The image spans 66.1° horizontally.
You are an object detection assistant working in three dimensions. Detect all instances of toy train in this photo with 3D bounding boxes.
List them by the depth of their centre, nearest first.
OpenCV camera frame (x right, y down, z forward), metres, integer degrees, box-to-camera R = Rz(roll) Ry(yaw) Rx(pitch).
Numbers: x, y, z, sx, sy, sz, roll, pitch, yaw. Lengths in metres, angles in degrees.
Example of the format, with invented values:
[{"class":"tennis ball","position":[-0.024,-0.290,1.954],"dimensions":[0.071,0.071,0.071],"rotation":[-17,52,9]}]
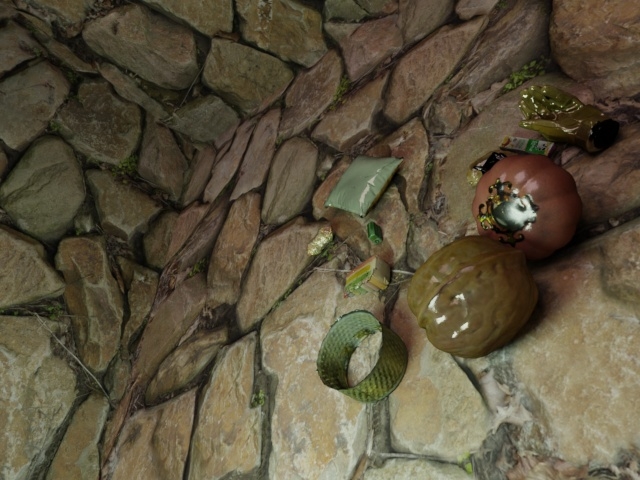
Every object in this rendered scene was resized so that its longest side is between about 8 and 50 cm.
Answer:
[{"class":"toy train","position":[0.211,-0.031,1.945],"dimensions":[0.038,0.056,0.093],"rotation":[-32,38,30]}]

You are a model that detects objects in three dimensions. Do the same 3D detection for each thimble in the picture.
[{"class":"thimble","position":[0.134,0.373,1.584],"dimensions":[0.271,0.150,0.270],"rotation":[-30,40,29]}]

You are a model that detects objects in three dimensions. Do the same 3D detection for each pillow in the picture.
[{"class":"pillow","position":[0.179,-0.245,2.124],"dimensions":[0.312,0.119,0.310],"rotation":[-57,31,-7]}]

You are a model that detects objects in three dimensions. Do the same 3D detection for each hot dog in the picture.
[{"class":"hot dog","position":[0.001,0.001,2.158],"dimensions":[0.078,0.061,0.169],"rotation":[46,101,14]}]

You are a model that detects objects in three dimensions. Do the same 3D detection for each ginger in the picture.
[{"class":"ginger","position":[0.585,-0.258,1.702],"dimensions":[0.190,0.069,0.095],"rotation":[-33,71,24]}]

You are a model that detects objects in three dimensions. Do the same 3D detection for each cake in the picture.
[{"class":"cake","position":[0.174,0.146,1.845],"dimensions":[0.225,0.090,0.109],"rotation":[-38,34,52]}]

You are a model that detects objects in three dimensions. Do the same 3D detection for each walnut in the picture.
[{"class":"walnut","position":[0.416,0.144,1.343],"dimensions":[0.344,0.306,0.306],"rotation":[-46,33,26]}]

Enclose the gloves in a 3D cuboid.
[{"class":"gloves","position":[0.761,-0.383,1.549],"dimensions":[0.331,0.141,0.154],"rotation":[49,125,46]}]

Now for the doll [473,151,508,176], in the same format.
[{"class":"doll","position":[0.610,-0.205,1.586],"dimensions":[0.249,0.088,0.127],"rotation":[23,89,45]}]

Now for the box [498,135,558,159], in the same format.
[{"class":"box","position":[0.692,-0.309,1.647],"dimensions":[0.050,0.041,0.207],"rotation":[-54,33,-2]}]

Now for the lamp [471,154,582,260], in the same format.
[{"class":"lamp","position":[0.588,-0.097,1.398],"dimensions":[0.305,0.240,0.305],"rotation":[27,125,46]}]
